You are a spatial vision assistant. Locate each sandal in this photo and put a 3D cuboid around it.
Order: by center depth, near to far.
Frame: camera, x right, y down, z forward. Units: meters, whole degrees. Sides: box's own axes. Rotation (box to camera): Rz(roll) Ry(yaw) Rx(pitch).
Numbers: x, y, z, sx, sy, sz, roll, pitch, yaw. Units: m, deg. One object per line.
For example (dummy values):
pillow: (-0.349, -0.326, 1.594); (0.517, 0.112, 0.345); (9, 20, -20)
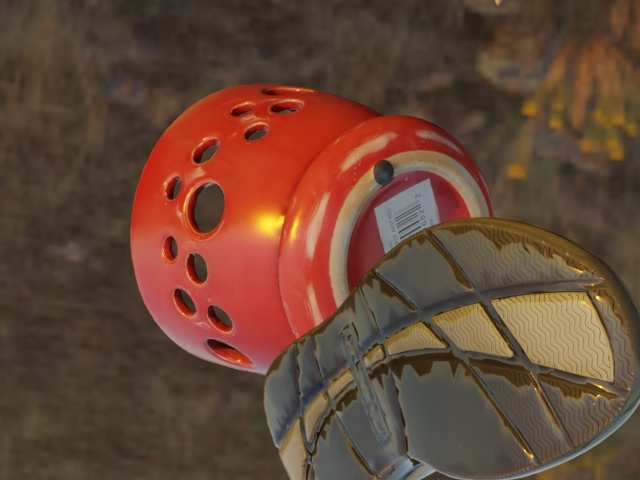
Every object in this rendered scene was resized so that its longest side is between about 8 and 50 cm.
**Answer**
sandal: (0.065, 0.061, 0.917); (0.086, 0.120, 0.303); (-11, 171, -28)

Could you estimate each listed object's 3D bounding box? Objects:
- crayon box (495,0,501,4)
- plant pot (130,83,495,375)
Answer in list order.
crayon box: (0.214, -0.384, 1.688); (0.081, 0.202, 0.318); (-13, 159, -29)
plant pot: (0.000, 0.000, 1.193); (0.191, 0.191, 0.174); (15, 178, -38)
